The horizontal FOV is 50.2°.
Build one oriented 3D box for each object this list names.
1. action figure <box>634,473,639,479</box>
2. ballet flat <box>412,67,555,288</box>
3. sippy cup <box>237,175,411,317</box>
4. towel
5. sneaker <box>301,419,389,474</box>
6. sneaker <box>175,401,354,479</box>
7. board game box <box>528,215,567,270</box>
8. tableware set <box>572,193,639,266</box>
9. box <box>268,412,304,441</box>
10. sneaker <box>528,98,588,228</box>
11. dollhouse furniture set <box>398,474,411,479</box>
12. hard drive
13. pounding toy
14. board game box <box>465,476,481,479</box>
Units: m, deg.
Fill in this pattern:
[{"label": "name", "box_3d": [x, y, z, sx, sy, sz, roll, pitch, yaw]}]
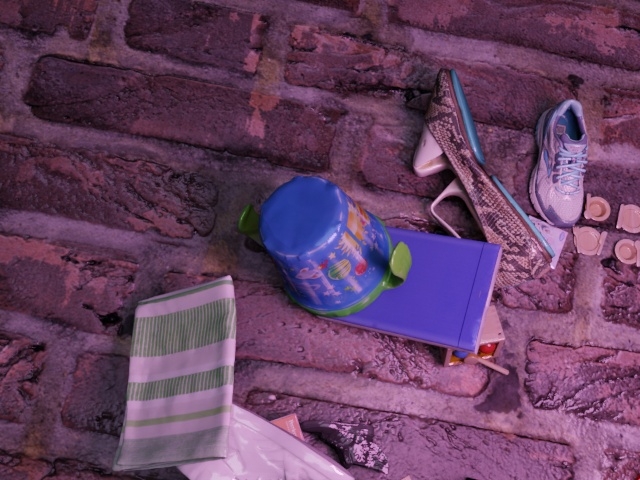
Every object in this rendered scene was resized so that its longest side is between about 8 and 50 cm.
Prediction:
[{"label": "action figure", "box_3d": [0.683, 0.579, 1.271, 0.139, 0.091, 0.280, -34, 79, -19]}, {"label": "ballet flat", "box_3d": [0.297, -0.121, 1.410, 0.182, 0.164, 0.483, -28, 77, 16]}, {"label": "sippy cup", "box_3d": [0.000, 0.000, 1.266, 0.305, 0.224, 0.240, -19, 61, 12]}, {"label": "towel", "box_3d": [-0.256, 0.233, 1.214, 0.247, 0.038, 0.325, -17, 55, 26]}, {"label": "sneaker", "box_3d": [0.045, 0.391, 1.290, 0.170, 0.051, 0.089, 7, 70, -6]}, {"label": "sneaker", "box_3d": [-0.102, 0.398, 1.159, 0.292, 0.108, 0.169, 24, 75, 13]}, {"label": "board game box", "box_3d": [0.466, 0.006, 1.446, 0.090, 0.020, 0.090, 25, 74, 4]}, {"label": "tableware set", "box_3d": [0.626, -0.024, 1.468, 0.168, 0.020, 0.141, 14, 74, -1]}, {"label": "box", "box_3d": [-0.108, 0.405, 1.253, 0.170, 0.091, 0.130, -17, 76, -9]}, {"label": "sneaker", "box_3d": [0.511, -0.168, 1.445, 0.110, 0.122, 0.283, 2, 74, -3]}, {"label": "dollhouse furniture set", "box_3d": [0.051, 0.514, 1.161, 0.242, 0.161, 0.212, -20, 72, -29]}, {"label": "hard drive", "box_3d": [0.167, 0.082, 1.317, 0.318, 0.040, 0.210, 10, 70, 25]}, {"label": "pounding toy", "box_3d": [0.300, 0.205, 1.329, 0.130, 0.141, 0.100, -10, 61, 0]}, {"label": "board game box", "box_3d": [0.255, 0.495, 1.178, 0.042, 0.243, 0.165, 40, 75, 7]}]
